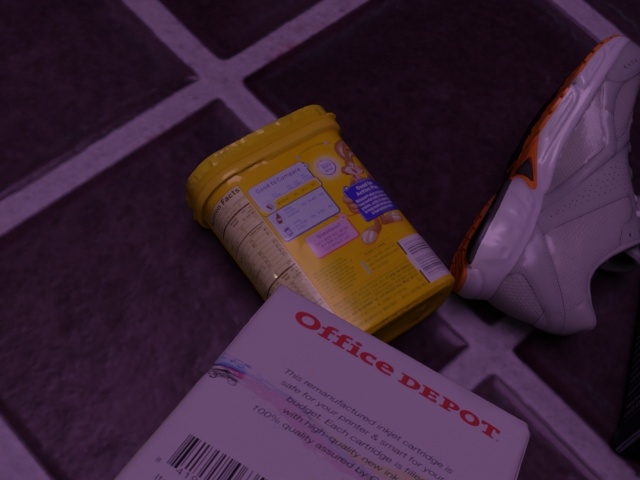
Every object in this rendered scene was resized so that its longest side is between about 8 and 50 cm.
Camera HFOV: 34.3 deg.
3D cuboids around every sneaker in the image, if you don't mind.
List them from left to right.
[{"bbox_3d":[0.204,-0.038,0.795,0.121,0.099,0.262,32,69,1],"label":"sneaker"}]

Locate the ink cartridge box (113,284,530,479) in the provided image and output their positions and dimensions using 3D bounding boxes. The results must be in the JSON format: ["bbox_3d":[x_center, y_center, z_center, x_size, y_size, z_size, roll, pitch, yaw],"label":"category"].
[{"bbox_3d":[-0.020,0.173,0.546,0.171,0.168,0.232,30,33,8],"label":"ink cartridge box"}]

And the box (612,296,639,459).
[{"bbox_3d":[0.419,0.033,0.729,0.343,0.179,0.312,17,59,1],"label":"box"}]

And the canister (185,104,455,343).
[{"bbox_3d":[0.000,0.000,0.747,0.126,0.073,0.170,-30,71,-22],"label":"canister"}]
